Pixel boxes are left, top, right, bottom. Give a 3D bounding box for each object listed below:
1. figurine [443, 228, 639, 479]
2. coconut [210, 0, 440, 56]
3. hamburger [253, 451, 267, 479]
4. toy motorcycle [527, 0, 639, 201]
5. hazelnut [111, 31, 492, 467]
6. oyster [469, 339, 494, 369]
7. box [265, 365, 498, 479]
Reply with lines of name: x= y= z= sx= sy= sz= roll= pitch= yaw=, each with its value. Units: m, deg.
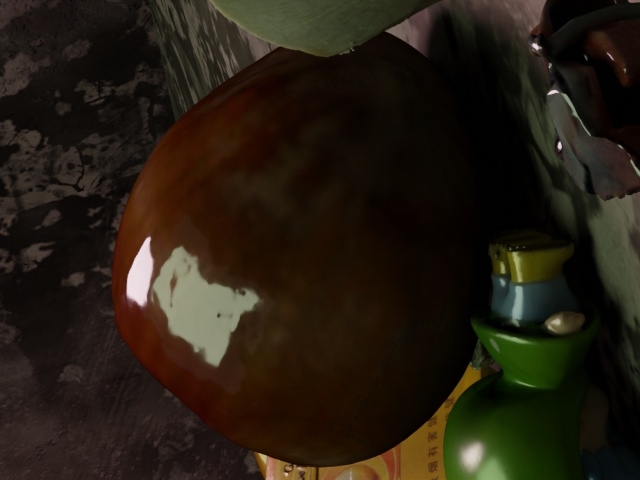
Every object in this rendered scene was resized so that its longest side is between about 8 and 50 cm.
figurine: x=0.160 y=0.125 z=1.034 sx=0.162 sy=0.143 sz=0.263 roll=-155 pitch=57 yaw=-70
coconut: x=0.008 y=-0.236 z=0.923 sx=0.241 sy=0.241 sz=0.241 roll=161 pitch=90 yaw=-81
hamburger: x=0.032 y=0.208 z=1.634 sx=0.314 sy=0.170 sz=0.290 roll=49 pitch=-151 yaw=-35
toy motorcycle: x=0.167 y=-0.080 z=0.712 sx=0.212 sy=0.084 sz=0.118 roll=-175 pitch=67 yaw=-72
hazelnut: x=-0.004 y=0.006 z=1.177 sx=0.366 sy=0.366 sz=0.366 roll=161 pitch=90 yaw=-81
oyster: x=0.115 y=0.040 z=1.354 sx=0.125 sy=0.064 sz=0.177 roll=159 pitch=102 yaw=-67
box: x=0.058 y=0.226 z=1.374 sx=0.043 sy=0.269 sz=0.152 roll=37 pitch=-136 yaw=-39
